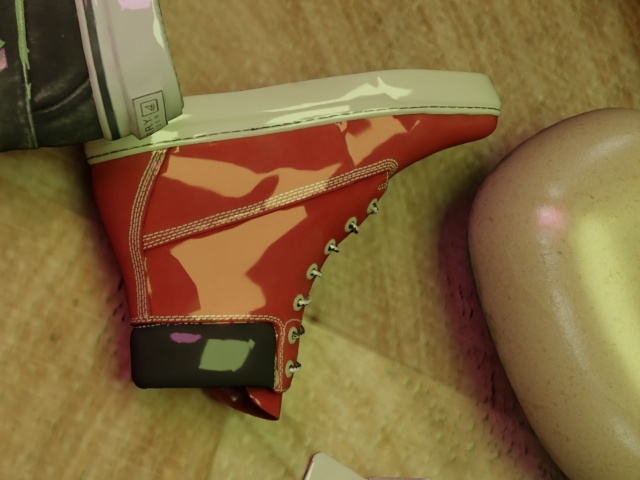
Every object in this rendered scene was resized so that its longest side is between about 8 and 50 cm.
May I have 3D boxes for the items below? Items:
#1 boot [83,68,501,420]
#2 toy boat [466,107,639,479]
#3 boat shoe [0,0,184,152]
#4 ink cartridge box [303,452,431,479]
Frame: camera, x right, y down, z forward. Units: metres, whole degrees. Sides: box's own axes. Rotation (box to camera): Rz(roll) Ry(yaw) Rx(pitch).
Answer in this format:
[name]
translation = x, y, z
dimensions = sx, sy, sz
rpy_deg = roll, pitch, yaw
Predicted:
[boot]
translation = 0.000, 0.000, 0.986
dimensions = 0.244, 0.088, 0.176
rpy_deg = -12, 92, -26
[toy boat]
translation = 0.238, 0.030, 1.120
dimensions = 0.318, 0.148, 0.267
rpy_deg = -26, 94, -26
[boat shoe]
translation = -0.159, -0.204, 0.880
dimensions = 0.119, 0.121, 0.335
rpy_deg = -13, 78, -8
[ink cartridge box]
translation = 0.062, 0.202, 1.014
dimensions = 0.181, 0.061, 0.104
rpy_deg = 34, 67, -26
